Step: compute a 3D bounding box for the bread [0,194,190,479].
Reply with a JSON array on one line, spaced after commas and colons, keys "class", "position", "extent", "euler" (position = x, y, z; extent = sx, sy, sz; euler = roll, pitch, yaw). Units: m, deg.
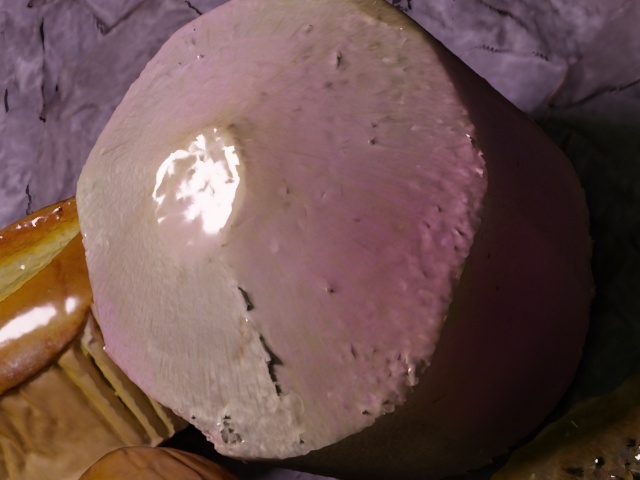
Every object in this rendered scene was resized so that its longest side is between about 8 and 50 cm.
[{"class": "bread", "position": [-0.187, 0.077, 1.054], "extent": [0.288, 0.119, 0.152], "euler": [-27, 22, 21]}]

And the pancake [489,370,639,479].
[{"class": "pancake", "position": [0.215, 0.179, 0.793], "extent": [0.356, 0.065, 0.356], "euler": [-7, 57, 11]}]

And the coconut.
[{"class": "coconut", "position": [0.000, 0.000, 0.912], "extent": [0.233, 0.245, 0.233], "euler": [-11, 69, 29]}]

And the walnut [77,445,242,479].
[{"class": "walnut", "position": [-0.076, 0.197, 0.958], "extent": [0.144, 0.144, 0.180], "euler": [-37, 66, 14]}]
